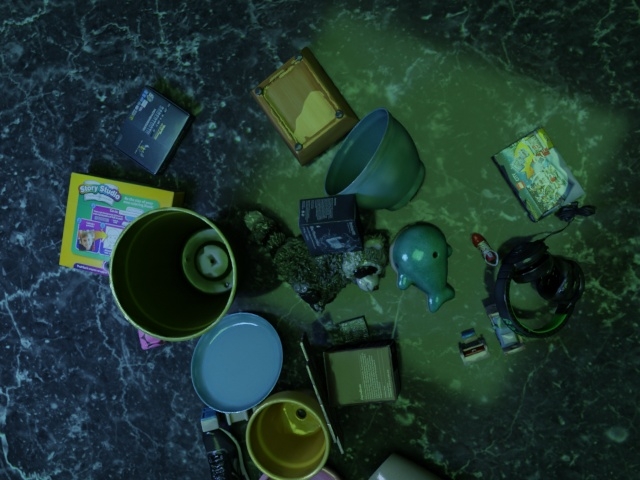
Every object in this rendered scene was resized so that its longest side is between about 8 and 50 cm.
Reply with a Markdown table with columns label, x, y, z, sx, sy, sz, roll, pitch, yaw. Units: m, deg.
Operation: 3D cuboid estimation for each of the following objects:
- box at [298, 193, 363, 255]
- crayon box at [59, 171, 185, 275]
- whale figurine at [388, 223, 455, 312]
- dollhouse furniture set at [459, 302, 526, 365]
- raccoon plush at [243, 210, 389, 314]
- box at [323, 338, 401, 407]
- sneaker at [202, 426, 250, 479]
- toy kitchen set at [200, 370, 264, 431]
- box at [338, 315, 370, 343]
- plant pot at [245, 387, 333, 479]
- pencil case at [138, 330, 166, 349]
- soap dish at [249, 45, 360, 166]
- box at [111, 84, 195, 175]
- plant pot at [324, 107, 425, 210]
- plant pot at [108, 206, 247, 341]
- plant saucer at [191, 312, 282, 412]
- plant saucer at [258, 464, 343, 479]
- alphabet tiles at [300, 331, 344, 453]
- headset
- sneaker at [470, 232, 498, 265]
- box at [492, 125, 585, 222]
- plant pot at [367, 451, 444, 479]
| label | x | y | z | sx | sy | sz | roll | pitch | yaw |
| --- | --- | --- | --- | --- | --- | --- | --- | --- | --- |
| box | 0.032 | -0.041 | 1.631 | 0.158 | 0.156 | 0.093 | -6 | 55 | 11 |
| crayon box | -0.653 | -0.040 | 1.928 | 0.362 | 0.106 | 0.313 | 12 | 95 | 9 |
| whale figurine | 0.321 | 0.082 | 1.723 | 0.216 | 0.141 | 0.272 | -32 | 102 | -20 |
| dollhouse furniture set | 0.488 | 0.277 | 1.727 | 0.183 | 0.129 | 0.129 | -23 | 90 | 12 |
| raccoon plush | 0.000 | 0.000 | 1.769 | 0.299 | 0.216 | 0.446 | -42 | 86 | 3 |
| box | 0.130 | 0.399 | 1.775 | 0.203 | 0.168 | 0.167 | -8 | 85 | 11 |
| sneaker | -0.307 | 0.740 | 1.887 | 0.107 | 0.124 | 0.283 | -19 | 103 | 13 |
| toy kitchen set | -0.296 | 0.504 | 1.918 | 0.207 | 0.122 | 0.166 | -12 | 92 | -9 |
| box | 0.107 | 0.283 | 1.855 | 0.083 | 0.018 | 0.067 | -19 | 91 | 11 |
| plant pot | -0.076 | 0.570 | 1.800 | 0.253 | 0.239 | 0.254 | 1 | 95 | 10 |
| pencil case | -0.563 | 0.251 | 1.945 | 0.098 | 0.095 | 0.209 | -9 | 95 | -9 |
| soap dish | -0.055 | -0.410 | 1.780 | 0.229 | 0.118 | 0.291 | -36 | 86 | 11 |
| box | -0.543 | -0.356 | 1.905 | 0.183 | 0.059 | 0.233 | 35 | 100 | 5 |
| plant pot | 0.174 | -0.204 | 1.692 | 0.196 | 0.293 | 0.293 | 31 | 100 | -20 |
| plant pot | -0.375 | 0.080 | 1.757 | 0.366 | 0.353 | 0.367 | 1 | 94 | 9 |
| plant saucer | -0.261 | 0.388 | 1.861 | 0.317 | 0.044 | 0.318 | -8 | 63 | 16 |
| plant saucer | -0.052 | 0.855 | 1.898 | 0.332 | 0.084 | 0.332 | 1 | 95 | 10 |
| alphabet tiles | 0.007 | 0.447 | 1.752 | 0.011 | 0.285 | 0.343 | -20 | 91 | 2 |
| headset | 0.641 | 0.081 | 1.629 | 0.243 | 0.185 | 0.394 | 29 | 75 | -16 |
| sneaker | 0.489 | 0.027 | 1.738 | 0.042 | 0.067 | 0.118 | -38 | 87 | 11 |
| box | 0.632 | -0.191 | 1.705 | 0.159 | 0.044 | 0.233 | -32 | 88 | 11 |
| plant pot | 0.282 | 0.787 | 1.768 | 0.274 | 0.256 | 0.256 | 43 | 101 | 21 |
